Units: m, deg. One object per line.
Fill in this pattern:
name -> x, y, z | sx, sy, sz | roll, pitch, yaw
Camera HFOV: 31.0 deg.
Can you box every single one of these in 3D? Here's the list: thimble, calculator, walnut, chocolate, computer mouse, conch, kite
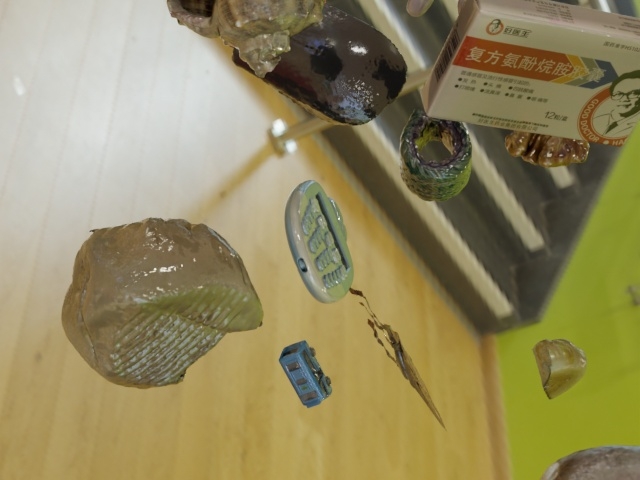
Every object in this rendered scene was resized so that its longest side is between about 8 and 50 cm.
thimble -> 0.187, -0.138, 1.863 | 0.090, 0.119, 0.135 | 88, 8, -61
calculator -> 0.000, 0.000, 1.821 | 0.302, 0.042, 0.188 | -57, 125, -75
walnut -> 0.417, -0.185, 2.105 | 0.170, 0.143, 0.069 | -33, 137, -54
chocolate -> 0.409, 0.298, 1.388 | 0.185, 0.303, 0.100 | 60, 31, -80
computer mouse -> -0.006, -0.296, 1.841 | 0.295, 0.168, 0.087 | 30, -1, 12
conch -> -0.088, -0.355, 1.593 | 0.159, 0.210, 0.291 | 25, 59, -46
kite -> 0.099, 0.145, 1.523 | 0.245, 0.015, 0.141 | 51, -13, 54

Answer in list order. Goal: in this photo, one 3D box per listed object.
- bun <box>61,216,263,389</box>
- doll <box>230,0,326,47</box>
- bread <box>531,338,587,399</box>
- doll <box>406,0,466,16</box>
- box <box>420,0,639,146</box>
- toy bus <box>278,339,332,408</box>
bun -> -0.238, 0.071, 1.641 | 0.281, 0.281, 0.204 | 37, 17, -51
doll -> -0.084, -0.451, 2.111 | 0.183, 0.363, 0.160 | 11, 61, -28
bread -> 0.433, 0.224, 2.082 | 0.157, 0.094, 0.083 | 47, 31, -55
doll -> 0.199, -0.428, 1.859 | 0.059, 0.161, 0.160 | -65, 170, -48
box -> 0.357, -0.262, 1.782 | 0.353, 0.214, 0.069 | 6, 48, -19
toy bus -> -0.019, 0.176, 1.509 | 0.083, 0.038, 0.046 | 62, 22, -14
